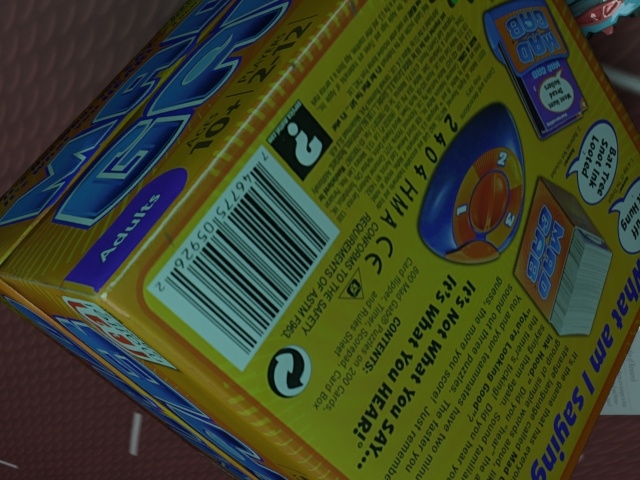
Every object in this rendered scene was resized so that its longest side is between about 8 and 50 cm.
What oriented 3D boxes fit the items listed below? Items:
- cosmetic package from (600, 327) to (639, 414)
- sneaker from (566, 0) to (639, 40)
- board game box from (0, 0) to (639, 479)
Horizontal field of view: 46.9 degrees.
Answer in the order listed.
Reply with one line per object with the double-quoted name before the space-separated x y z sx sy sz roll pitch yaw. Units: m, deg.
"cosmetic package" 0.310 0.091 0.819 0.184 0.151 0.151 -7 131 23
"sneaker" 0.163 -0.213 0.593 0.262 0.104 0.125 -24 121 35
"board game box" 0.000 0.000 0.596 0.356 0.356 0.356 47 155 -28
